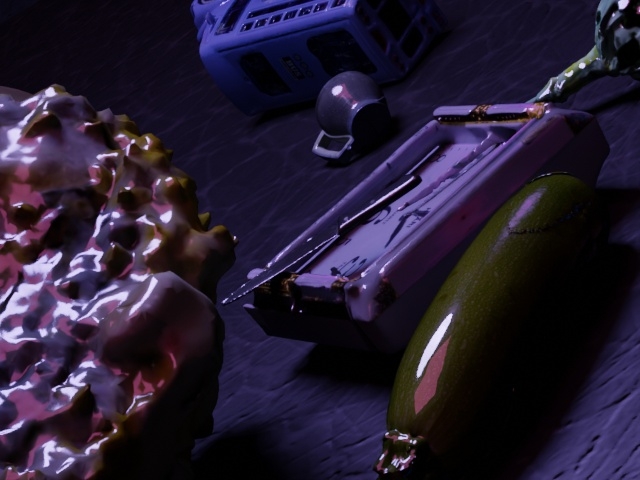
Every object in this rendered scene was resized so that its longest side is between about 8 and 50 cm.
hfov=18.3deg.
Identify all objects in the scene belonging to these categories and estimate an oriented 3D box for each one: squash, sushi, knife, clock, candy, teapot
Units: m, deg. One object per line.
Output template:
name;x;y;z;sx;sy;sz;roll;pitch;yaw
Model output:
squash;0.107;0.059;1.262;0.087;0.087;0.331;-15;27;40
sushi;-0.232;0.088;1.308;0.351;0.240;0.396;10;49;7
knife;0.000;0.000;1.425;0.170;0.010;0.023;-33;20;4
clock;0.080;-0.007;1.458;0.253;0.083;0.186;-41;21;-22
candy;0.182;-0.124;1.606;0.305;0.091;0.083;-31;20;27
teapot;0.028;-0.109;1.832;0.088;0.066;0.057;-54;37;5

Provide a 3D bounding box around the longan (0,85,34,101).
longan;-0.319;0.024;1.667;0.361;0.361;0.361;-29;20;11

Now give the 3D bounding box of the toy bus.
toy bus;-0.022;-0.210;2.044;0.292;0.125;0.133;-8;39;44
